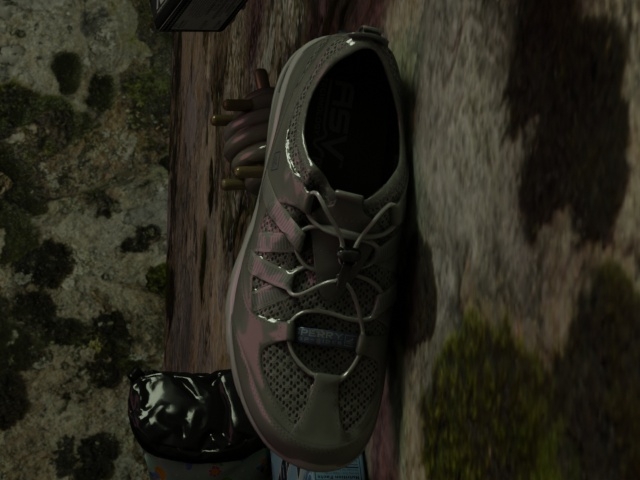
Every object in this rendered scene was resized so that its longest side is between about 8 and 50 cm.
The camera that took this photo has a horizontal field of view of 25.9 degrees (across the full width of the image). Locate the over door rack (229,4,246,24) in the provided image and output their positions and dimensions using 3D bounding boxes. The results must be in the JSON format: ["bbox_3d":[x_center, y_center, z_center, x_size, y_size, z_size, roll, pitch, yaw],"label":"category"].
[{"bbox_3d":[-0.088,-0.373,1.222,0.239,0.108,0.324,-59,28,33],"label":"over door rack"}]

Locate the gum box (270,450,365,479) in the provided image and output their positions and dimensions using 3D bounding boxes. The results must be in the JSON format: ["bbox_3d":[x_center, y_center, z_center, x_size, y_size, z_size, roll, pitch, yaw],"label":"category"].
[{"bbox_3d":[-0.005,0.164,1.029,0.157,0.041,0.184,103,166,-46],"label":"gum box"}]

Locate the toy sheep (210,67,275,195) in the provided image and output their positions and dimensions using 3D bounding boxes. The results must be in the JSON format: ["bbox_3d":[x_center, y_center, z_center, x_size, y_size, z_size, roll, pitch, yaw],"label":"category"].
[{"bbox_3d":[-0.042,-0.083,1.154,0.091,0.091,0.132,127,136,-73],"label":"toy sheep"}]

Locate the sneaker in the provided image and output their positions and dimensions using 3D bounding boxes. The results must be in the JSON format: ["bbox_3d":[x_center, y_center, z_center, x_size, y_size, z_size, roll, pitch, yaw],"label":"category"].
[{"bbox_3d":[0.000,0.000,0.852,0.115,0.105,0.281,141,131,-77],"label":"sneaker"}]

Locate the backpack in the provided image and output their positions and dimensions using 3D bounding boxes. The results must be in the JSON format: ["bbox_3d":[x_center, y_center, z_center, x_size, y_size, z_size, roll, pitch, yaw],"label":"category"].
[{"bbox_3d":[-0.105,0.196,1.311,0.182,0.152,0.115,86,-171,-58],"label":"backpack"}]

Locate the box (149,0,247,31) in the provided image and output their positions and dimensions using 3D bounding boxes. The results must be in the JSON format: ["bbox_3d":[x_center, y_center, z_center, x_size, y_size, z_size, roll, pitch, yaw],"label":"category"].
[{"bbox_3d":[-0.068,-0.309,1.012,0.270,0.060,0.216,-39,60,54],"label":"box"}]
